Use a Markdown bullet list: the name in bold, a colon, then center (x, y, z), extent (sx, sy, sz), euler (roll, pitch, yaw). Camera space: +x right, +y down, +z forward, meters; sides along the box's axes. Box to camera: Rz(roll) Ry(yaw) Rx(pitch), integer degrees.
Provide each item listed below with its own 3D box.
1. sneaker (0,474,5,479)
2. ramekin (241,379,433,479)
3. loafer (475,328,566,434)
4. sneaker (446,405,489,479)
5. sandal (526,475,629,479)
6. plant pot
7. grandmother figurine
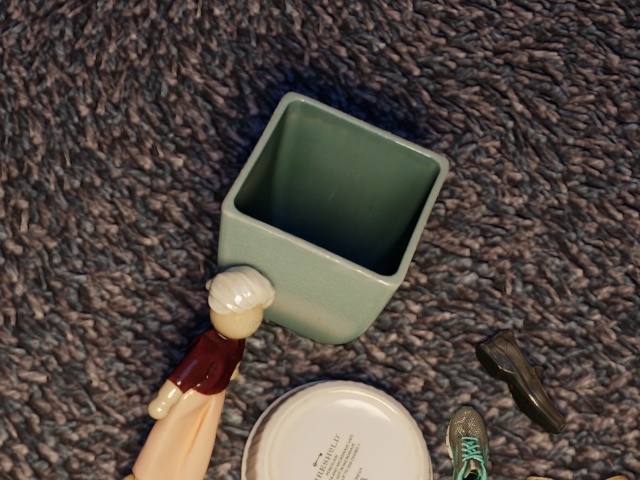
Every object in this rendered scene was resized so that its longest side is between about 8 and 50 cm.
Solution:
- **sneaker**: center (-0.537, 0.420, 1.717), extent (0.129, 0.111, 0.297), euler (24, 68, 20)
- **ramekin**: center (0.028, 0.314, 1.772), extent (0.272, 0.127, 0.273), euler (2, 73, -5)
- **loafer**: center (0.298, 0.200, 1.868), extent (0.061, 0.062, 0.170), euler (-35, 80, -19)
- **sneaker**: center (0.211, 0.311, 1.816), extent (0.065, 0.076, 0.167), euler (1, 72, -5)
- **sandal**: center (0.317, 0.364, 1.822), extent (0.240, 0.088, 0.079), euler (-14, 43, -16)
- **plant pot**: center (0.000, 0.000, 1.791), extent (0.247, 0.252, 0.248), euler (23, 51, 3)
- **grandmother figurine**: center (-0.151, 0.185, 1.721), extent (0.104, 0.208, 0.342), euler (26, 108, 6)
